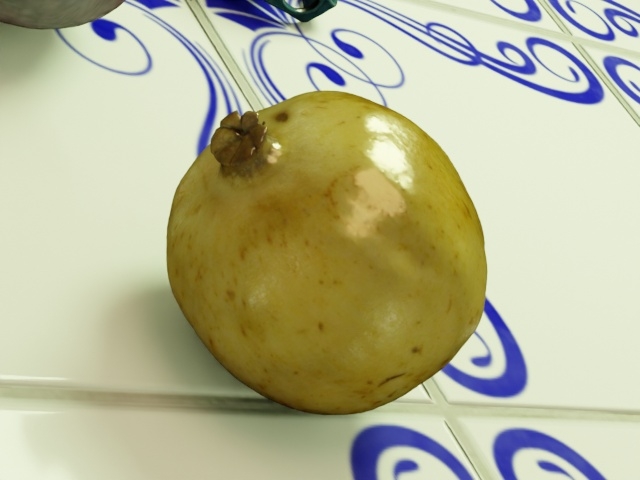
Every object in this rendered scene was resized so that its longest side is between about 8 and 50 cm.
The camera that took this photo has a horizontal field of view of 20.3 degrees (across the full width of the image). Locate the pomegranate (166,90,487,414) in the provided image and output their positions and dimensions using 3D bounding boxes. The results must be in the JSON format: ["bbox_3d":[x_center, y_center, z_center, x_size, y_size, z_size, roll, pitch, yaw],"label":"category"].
[{"bbox_3d":[0.000,0.000,1.000,0.196,0.196,0.196,26,30,-16],"label":"pomegranate"}]

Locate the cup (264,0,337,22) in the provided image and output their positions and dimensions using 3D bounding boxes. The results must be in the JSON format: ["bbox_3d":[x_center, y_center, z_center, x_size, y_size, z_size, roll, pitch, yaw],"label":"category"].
[{"bbox_3d":[-0.042,-0.263,1.421,0.176,0.131,0.155,58,18,-20],"label":"cup"}]

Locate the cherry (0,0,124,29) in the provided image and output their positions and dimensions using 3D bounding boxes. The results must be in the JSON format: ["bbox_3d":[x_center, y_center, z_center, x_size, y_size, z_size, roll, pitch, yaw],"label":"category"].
[{"bbox_3d":[-0.186,-0.233,1.144,0.266,0.183,0.213,20,15,0],"label":"cherry"}]
